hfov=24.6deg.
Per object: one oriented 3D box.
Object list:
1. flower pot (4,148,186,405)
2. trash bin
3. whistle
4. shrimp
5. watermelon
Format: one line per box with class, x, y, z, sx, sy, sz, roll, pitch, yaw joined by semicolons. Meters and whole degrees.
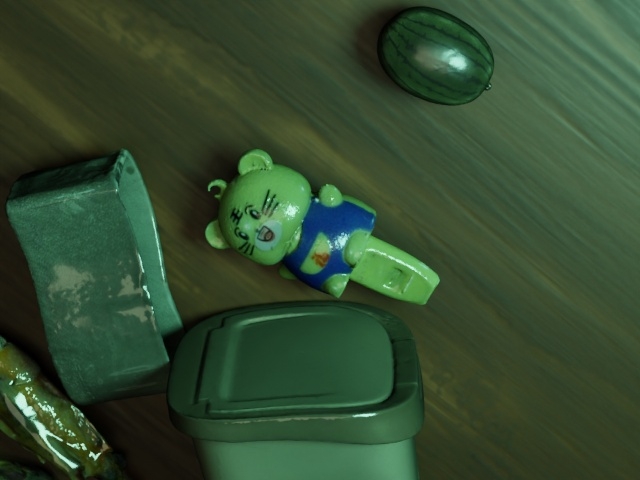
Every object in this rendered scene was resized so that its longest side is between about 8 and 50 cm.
flower pot;-0.199;0.037;1.339;0.108;0.103;0.229;-10;108;8
trash bin;-0.006;0.210;1.333;0.219;0.220;0.250;-7;113;7
whistle;0.000;0.000;1.329;0.227;0.085;0.105;27;115;-6
shrimp;-0.297;0.193;1.413;0.145;0.059;0.254;-39;101;15
watermelon;0.103;-0.160;1.283;0.111;0.078;0.078;25;106;-5
